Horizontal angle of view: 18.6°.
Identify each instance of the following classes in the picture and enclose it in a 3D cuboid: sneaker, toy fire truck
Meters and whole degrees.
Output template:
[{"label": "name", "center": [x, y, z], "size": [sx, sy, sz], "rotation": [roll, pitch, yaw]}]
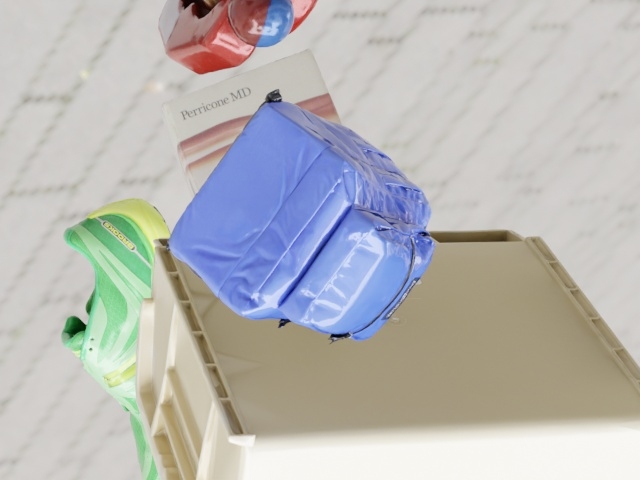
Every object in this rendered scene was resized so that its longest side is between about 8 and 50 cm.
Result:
[{"label": "sneaker", "center": [-0.190, 0.108, 1.916], "size": [0.123, 0.296, 0.109], "rotation": [-12, -171, -12]}, {"label": "toy fire truck", "center": [-0.037, -0.263, 1.541], "size": [0.169, 0.254, 0.302], "rotation": [28, 106, -19]}]

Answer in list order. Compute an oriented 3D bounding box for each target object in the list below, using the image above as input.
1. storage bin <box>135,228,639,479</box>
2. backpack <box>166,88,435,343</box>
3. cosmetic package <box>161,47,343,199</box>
[{"label": "storage bin", "center": [0.037, 0.097, 1.178], "size": [0.262, 0.260, 0.123], "rotation": [-2, 117, -16]}, {"label": "backpack", "center": [0.000, 0.000, 0.936], "size": [0.098, 0.101, 0.120], "rotation": [-48, 161, 12]}, {"label": "cosmetic package", "center": [-0.021, 0.000, 1.744], "size": [0.153, 0.296, 0.129], "rotation": [-22, 169, -5]}]
